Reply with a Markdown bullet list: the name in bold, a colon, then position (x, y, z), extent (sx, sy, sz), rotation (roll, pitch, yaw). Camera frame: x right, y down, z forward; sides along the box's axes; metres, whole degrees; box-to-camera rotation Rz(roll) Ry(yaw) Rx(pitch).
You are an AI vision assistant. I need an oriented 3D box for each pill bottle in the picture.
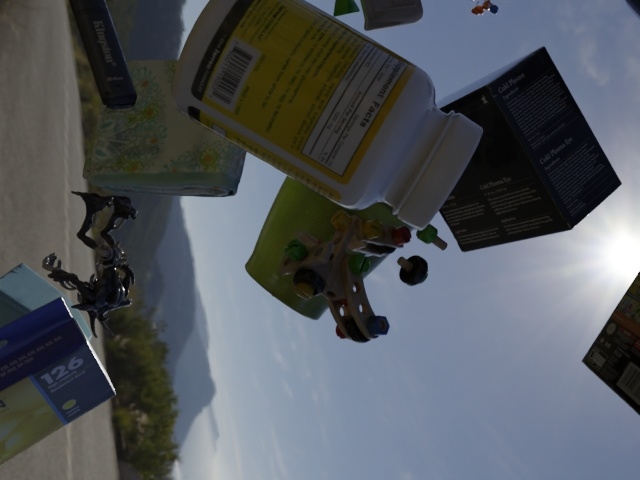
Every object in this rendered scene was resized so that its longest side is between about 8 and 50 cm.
- **pill bottle**: position (0.011, -0.155, 0.910), extent (0.188, 0.334, 0.188), rotation (-59, 180, -1)

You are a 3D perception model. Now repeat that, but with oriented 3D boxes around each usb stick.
- **usb stick**: position (-0.435, -0.393, 1.532), extent (0.045, 0.077, 0.278), rotation (-29, -102, 48)

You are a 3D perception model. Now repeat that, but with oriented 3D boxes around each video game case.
- **video game case**: position (0.580, 0.158, 1.349), extent (0.248, 0.035, 0.275), rotation (-61, -175, 8)

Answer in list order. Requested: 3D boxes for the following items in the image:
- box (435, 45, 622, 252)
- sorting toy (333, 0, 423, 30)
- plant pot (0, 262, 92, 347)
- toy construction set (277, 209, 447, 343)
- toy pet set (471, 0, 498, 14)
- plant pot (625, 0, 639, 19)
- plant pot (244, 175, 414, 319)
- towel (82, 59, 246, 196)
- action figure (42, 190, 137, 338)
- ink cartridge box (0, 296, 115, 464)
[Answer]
- **box**: position (0.366, -0.170, 1.570), extent (0.312, 0.179, 0.343), rotation (57, -26, -8)
- **sorting toy**: position (0.113, -0.496, 1.442), extent (0.047, 0.347, 0.196), rotation (0, -73, 43)
- **plant pot**: position (-0.701, 0.243, 1.847), extent (0.248, 0.252, 0.247), rotation (-56, -171, 8)
- **toy construction set**: position (0.023, 0.028, 1.472), extent (0.257, 0.237, 0.309), rotation (-60, -153, -7)
- **toy pet set**: position (0.241, -0.443, 1.289), extent (0.122, 0.065, 0.114), rotation (42, -14, -34)
- **plant pot**: position (0.720, -0.473, 1.415), extent (0.236, 0.236, 0.212), rotation (62, -27, 32)
- **plant pot**: position (0.000, 0.000, 1.970), extent (0.353, 0.366, 0.366), rotation (-54, -161, 2)
- **towel**: position (-0.333, -0.259, 1.735), extent (0.090, 0.374, 0.321), rotation (54, 42, -68)
- **action figure**: position (-0.442, 0.045, 1.520), extent (0.141, 0.164, 0.276), rotation (10, -86, 33)
- **ink cartridge box**: position (-0.542, 0.272, 1.373), extent (0.072, 0.303, 0.307), rotation (51, -20, 28)
